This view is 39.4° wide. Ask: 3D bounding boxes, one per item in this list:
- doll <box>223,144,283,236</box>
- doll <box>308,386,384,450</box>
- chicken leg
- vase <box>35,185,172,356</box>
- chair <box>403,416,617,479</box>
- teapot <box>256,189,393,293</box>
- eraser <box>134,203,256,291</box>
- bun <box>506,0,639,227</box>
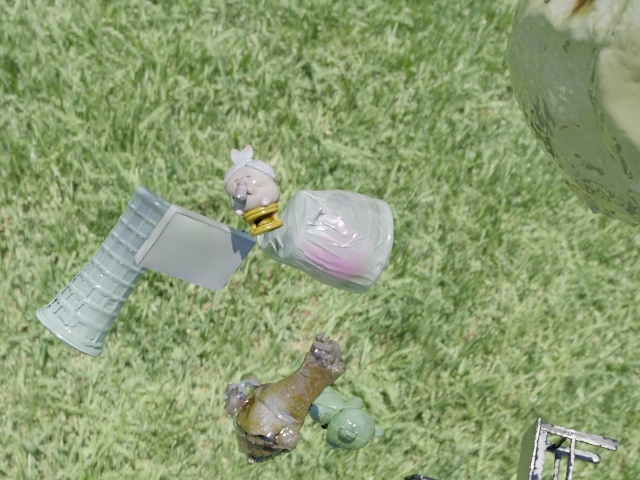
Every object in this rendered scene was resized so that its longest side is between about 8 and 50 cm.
[{"bbox_3d":[-0.099,-0.071,1.232,0.084,0.073,0.127,-15,83,-67],"label":"doll"},{"bbox_3d":[0.019,0.260,1.332,0.115,0.077,0.150,6,25,-47],"label":"doll"},{"bbox_3d":[-0.047,0.206,1.124,0.080,0.196,0.125,21,48,-37],"label":"chicken leg"},{"bbox_3d":[-0.369,0.050,1.616,0.143,0.143,0.299,36,91,8],"label":"vase"},{"bbox_3d":[0.205,0.246,0.979,0.212,0.084,0.101,14,64,7],"label":"chair"},{"bbox_3d":[0.005,-0.013,1.492,0.178,0.221,0.163,17,92,-22],"label":"teapot"},{"bbox_3d":[-0.179,0.012,1.290,0.150,0.104,0.023,23,24,-41],"label":"eraser"},{"bbox_3d":[0.287,-0.189,0.723,0.202,0.364,0.364,18,54,-28],"label":"bun"}]
